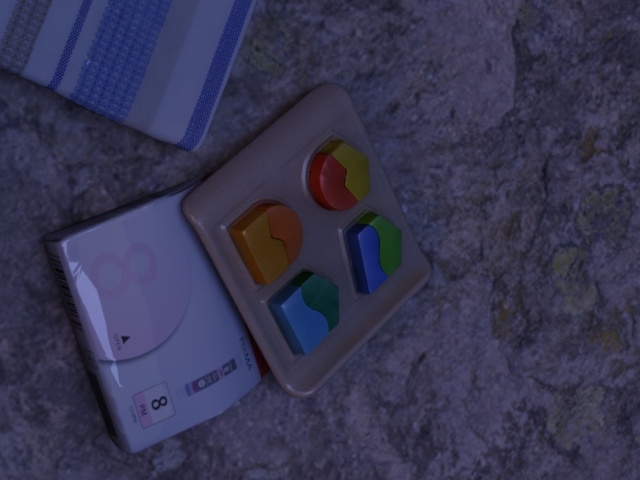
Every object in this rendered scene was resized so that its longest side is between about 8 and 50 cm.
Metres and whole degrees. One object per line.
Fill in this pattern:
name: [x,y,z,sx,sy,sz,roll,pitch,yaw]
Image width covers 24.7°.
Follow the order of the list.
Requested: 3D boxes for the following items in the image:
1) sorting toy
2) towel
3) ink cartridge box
sorting toy: [0.000,0.000,1.238,0.193,0.038,0.208,-43,117,-29]
towel: [-0.170,-0.208,1.119,0.285,0.034,0.209,23,82,-38]
ink cartridge box: [-0.092,0.043,1.209,0.232,0.066,0.189,-22,106,-20]
